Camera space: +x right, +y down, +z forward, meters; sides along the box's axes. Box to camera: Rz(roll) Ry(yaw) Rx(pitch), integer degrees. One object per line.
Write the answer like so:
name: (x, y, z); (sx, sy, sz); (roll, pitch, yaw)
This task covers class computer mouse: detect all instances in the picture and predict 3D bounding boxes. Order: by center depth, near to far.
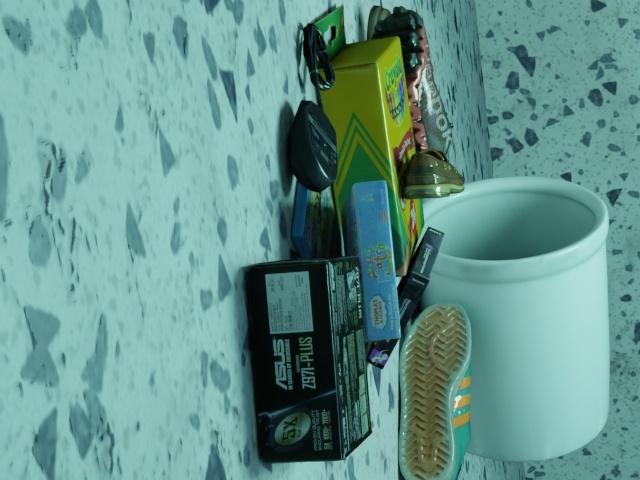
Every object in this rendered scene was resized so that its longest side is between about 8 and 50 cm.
computer mouse: (-0.014, -0.146, 1.271); (0.071, 0.041, 0.242); (49, 30, -40)

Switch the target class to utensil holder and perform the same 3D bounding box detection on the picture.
utensil holder: (0.324, 0.131, 1.977); (0.327, 0.327, 0.386); (-69, 154, -61)

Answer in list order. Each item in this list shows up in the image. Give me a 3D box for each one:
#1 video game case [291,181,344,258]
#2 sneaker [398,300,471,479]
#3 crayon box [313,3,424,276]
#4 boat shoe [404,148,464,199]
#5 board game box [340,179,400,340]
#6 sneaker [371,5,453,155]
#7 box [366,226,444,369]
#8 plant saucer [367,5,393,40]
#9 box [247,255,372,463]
video game case: (0.000, 0.000, 1.302); (0.166, 0.015, 0.119); (70, 21, -49)
sneaker: (0.176, 0.245, 1.774); (0.121, 0.108, 0.302); (64, 33, -58)
crayon box: (0.064, -0.132, 1.478); (0.202, 0.081, 0.319); (-59, 141, -67)
boat shoe: (0.146, -0.087, 1.486); (0.178, 0.064, 0.060); (-20, 106, -73)
board game box: (0.052, 0.030, 1.266); (0.211, 0.039, 0.160); (120, -34, -83)
sneaker: (0.129, -0.192, 1.679); (0.135, 0.097, 0.276); (12, 75, -56)
box: (0.110, 0.074, 1.522); (0.162, 0.029, 0.116); (-64, 180, 34)
plant saucer: (0.120, -0.231, 1.837); (0.278, 0.041, 0.278); (-6, 90, -76)
box: (-0.007, 0.106, 1.096); (0.147, 0.077, 0.180); (-6, 91, -77)
